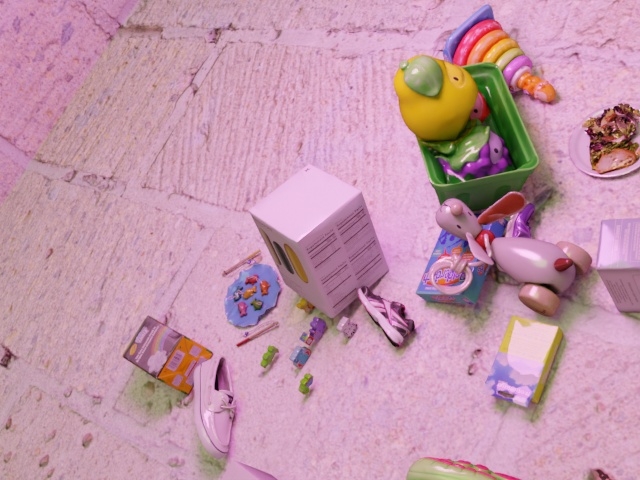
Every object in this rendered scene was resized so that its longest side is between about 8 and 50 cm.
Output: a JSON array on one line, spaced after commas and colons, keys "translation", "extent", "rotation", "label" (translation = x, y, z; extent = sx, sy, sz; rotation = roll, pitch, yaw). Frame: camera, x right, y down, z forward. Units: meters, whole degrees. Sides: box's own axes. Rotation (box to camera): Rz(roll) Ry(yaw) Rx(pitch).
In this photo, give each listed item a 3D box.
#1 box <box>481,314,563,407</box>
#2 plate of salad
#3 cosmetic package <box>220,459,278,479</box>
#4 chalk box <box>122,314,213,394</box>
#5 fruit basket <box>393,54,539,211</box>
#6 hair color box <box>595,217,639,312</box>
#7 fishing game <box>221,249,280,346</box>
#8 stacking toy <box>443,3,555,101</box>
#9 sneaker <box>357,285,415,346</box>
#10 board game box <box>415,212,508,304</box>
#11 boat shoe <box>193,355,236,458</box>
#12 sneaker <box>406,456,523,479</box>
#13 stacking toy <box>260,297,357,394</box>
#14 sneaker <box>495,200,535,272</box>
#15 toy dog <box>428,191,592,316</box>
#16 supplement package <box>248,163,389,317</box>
[{"translation": [0.410, 0.248, 1.587], "extent": [0.109, 0.042, 0.178], "rotation": [12, 68, 40], "label": "box"}, {"translation": [0.649, -0.230, 1.740], "extent": [0.200, 0.048, 0.199], "rotation": [-19, 52, 25], "label": "plate of salad"}, {"translation": [-0.074, 0.629, 1.593], "extent": [0.366, 0.155, 0.197], "rotation": [21, 77, 41], "label": "cosmetic package"}, {"translation": [-0.418, 0.295, 2.077], "extent": [0.213, 0.132, 0.132], "rotation": [20, 75, 43], "label": "chalk box"}, {"translation": [0.309, -0.283, 1.763], "extent": [0.283, 0.392, 0.392], "rotation": [-10, 52, 0], "label": "fruit basket"}, {"translation": [0.714, 0.045, 1.412], "extent": [0.375, 0.185, 0.113], "rotation": [-2, 59, 34], "label": "hair color box"}, {"translation": [-0.187, 0.142, 2.081], "extent": [0.189, 0.041, 0.264], "rotation": [-29, 48, 19], "label": "fishing game"}, {"translation": [0.466, -0.429, 1.954], "extent": [0.166, 0.175, 0.302], "rotation": [-44, 60, -1], "label": "stacking toy"}, {"translation": [0.157, 0.166, 1.815], "extent": [0.077, 0.072, 0.178], "rotation": [-35, 54, -5], "label": "sneaker"}, {"translation": [0.315, 0.040, 1.759], "extent": [0.160, 0.047, 0.210], "rotation": [-4, 57, 56], "label": "board game box"}, {"translation": [-0.248, 0.400, 1.917], "extent": [0.088, 0.096, 0.267], "rotation": [-34, 39, 18], "label": "boat shoe"}, {"translation": [0.359, 0.533, 1.371], "extent": [0.483, 0.185, 0.202], "rotation": [10, 85, 42], "label": "sneaker"}, {"translation": [-0.030, 0.248, 1.895], "extent": [0.167, 0.052, 0.221], "rotation": [27, 80, 45], "label": "stacking toy"}, {"translation": [0.445, -0.003, 1.732], "extent": [0.071, 0.068, 0.169], "rotation": [16, 79, 25], "label": "sneaker"}, {"translation": [0.392, 0.016, 1.598], "extent": [0.334, 0.161, 0.220], "rotation": [13, 71, 7], "label": "toy dog"}, {"translation": [0.000, 0.000, 1.858], "extent": [0.198, 0.262, 0.199], "rotation": [-39, 43, -18], "label": "supplement package"}]
